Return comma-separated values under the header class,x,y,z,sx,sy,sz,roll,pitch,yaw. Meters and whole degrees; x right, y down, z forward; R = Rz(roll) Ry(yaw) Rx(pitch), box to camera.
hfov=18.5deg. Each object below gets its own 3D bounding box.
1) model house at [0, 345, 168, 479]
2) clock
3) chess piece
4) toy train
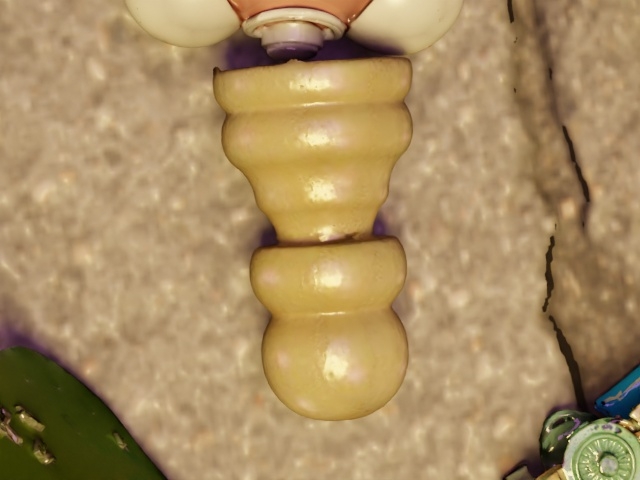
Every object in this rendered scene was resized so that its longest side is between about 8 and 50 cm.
class,x,y,z,sx,sy,sz,roll,pitch,yaw
model house,-0.099,0.211,0.858,0.154,0.207,0.294,-43,94,10
clock,-0.011,-0.167,0.932,0.166,0.093,0.162,1,89,-7
chess piece,0.000,0.000,0.930,0.094,0.094,0.170,-3,94,-7
toy train,0.173,0.102,0.946,0.188,0.072,0.099,-39,97,-8
